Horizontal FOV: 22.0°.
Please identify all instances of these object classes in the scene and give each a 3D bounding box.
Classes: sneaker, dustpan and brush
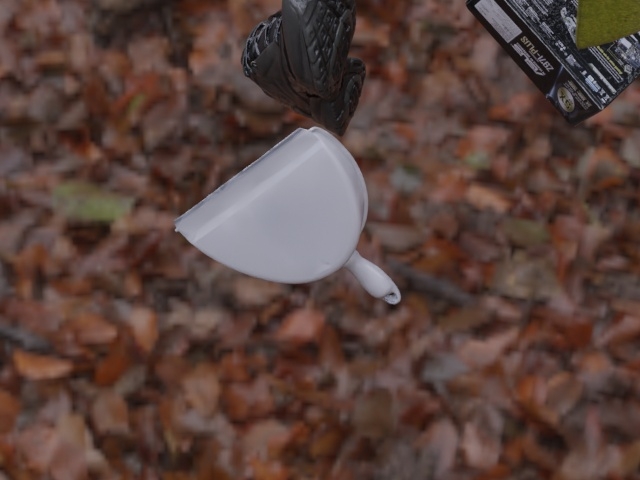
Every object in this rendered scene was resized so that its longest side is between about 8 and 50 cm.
[{"bbox_3d":[-0.029,-0.201,1.783,0.130,0.286,0.109,18,71,11],"label":"sneaker"},{"bbox_3d":[0.000,0.000,1.352,0.147,0.211,0.060,-35,28,19],"label":"dustpan and brush"}]

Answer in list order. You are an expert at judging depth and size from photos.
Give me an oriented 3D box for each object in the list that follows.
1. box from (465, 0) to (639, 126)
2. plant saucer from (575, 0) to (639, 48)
[{"bbox_3d":[0.269,-0.238,1.735,0.147,0.077,0.180,-44,93,-18],"label":"box"},{"bbox_3d":[0.181,-0.199,0.782,0.045,0.188,0.188,24,74,14],"label":"plant saucer"}]
